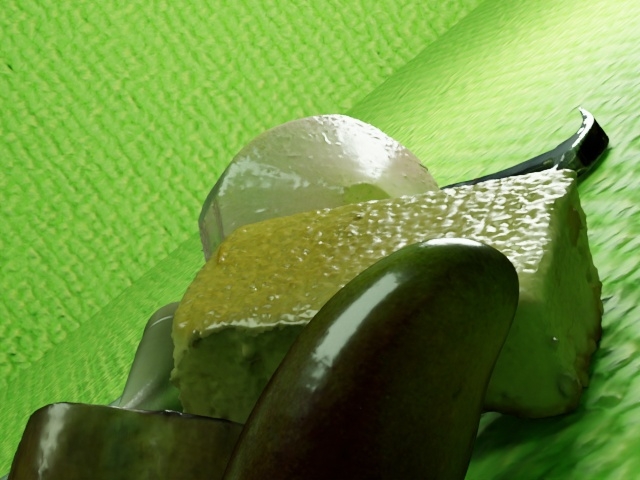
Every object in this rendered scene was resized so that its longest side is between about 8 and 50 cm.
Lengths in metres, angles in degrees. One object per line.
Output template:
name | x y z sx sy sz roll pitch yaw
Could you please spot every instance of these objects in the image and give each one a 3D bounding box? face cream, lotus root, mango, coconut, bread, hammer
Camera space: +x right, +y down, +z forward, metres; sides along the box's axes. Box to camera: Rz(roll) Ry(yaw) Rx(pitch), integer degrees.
face cream | -0.125 0.141 1.005 0.084 0.137 0.341 -34 14 4
lotus root | -0.109 0.213 0.719 0.188 0.199 0.180 114 161 -55
mango | 0.021 0.117 0.625 0.267 0.133 0.111 -60 31 -5
coconut | 0.000 0.000 1.102 0.233 0.233 0.245 -41 3 -19
bread | 0.045 0.050 0.782 0.275 0.114 0.184 -11 25 25
hammer | 0.186 -0.062 1.201 0.137 0.037 0.290 -44 11 -28

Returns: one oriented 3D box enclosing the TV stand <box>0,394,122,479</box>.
TV stand | -0.239 0.238 1.220 0.269 0.082 0.088 -35 8 18
